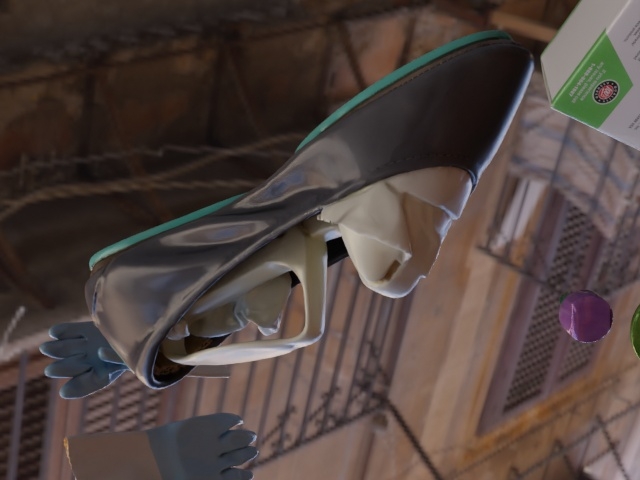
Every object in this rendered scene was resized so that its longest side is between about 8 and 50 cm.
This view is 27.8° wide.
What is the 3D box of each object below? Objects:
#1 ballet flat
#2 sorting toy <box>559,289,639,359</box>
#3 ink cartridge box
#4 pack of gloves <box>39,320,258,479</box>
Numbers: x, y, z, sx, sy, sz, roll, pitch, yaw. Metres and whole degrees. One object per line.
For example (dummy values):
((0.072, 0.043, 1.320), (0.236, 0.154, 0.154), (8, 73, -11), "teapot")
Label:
((0.000, 0.000, 0.486), (0.074, 0.203, 0.074), (48, -156, -31), "ballet flat")
((0.497, 0.110, 1.803), (0.366, 0.127, 0.126), (7, -167, -9), "sorting toy")
((0.432, -0.200, 1.481), (0.289, 0.211, 0.121), (24, -147, -16), "ink cartridge box")
((-0.153, 0.153, 1.254), (0.232, 0.046, 0.195), (-3, -119, -48), "pack of gloves")
